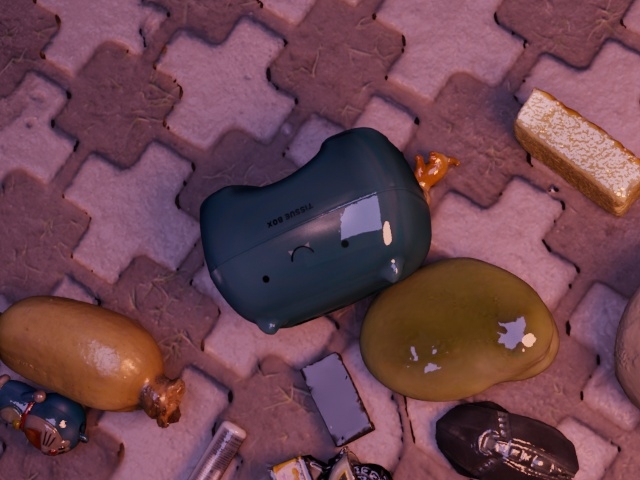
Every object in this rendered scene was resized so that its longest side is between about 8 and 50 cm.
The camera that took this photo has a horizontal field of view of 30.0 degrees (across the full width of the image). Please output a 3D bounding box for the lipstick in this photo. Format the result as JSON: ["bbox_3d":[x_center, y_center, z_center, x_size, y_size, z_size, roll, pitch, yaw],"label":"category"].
[{"bbox_3d":[-0.150,0.311,1.621,0.040,0.040,0.141,31,85,14],"label":"lipstick"}]

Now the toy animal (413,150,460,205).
[{"bbox_3d":[0.150,-0.074,1.635,0.081,0.060,0.083,0,71,11],"label":"toy animal"}]

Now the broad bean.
[{"bbox_3d":[0.176,0.114,1.562,0.263,0.121,0.189,-7,75,11],"label":"broad bean"}]

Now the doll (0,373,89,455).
[{"bbox_3d":[-0.385,0.243,1.648,0.152,0.114,0.085,27,53,8],"label":"doll"}]

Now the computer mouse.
[{"bbox_3d":[0.239,0.271,1.550,0.192,0.062,0.105,21,84,14],"label":"computer mouse"}]

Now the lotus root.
[{"bbox_3d":[-0.317,0.152,1.625,0.303,0.146,0.130,20,85,16],"label":"lotus root"}]

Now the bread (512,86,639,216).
[{"bbox_3d":[0.341,-0.117,1.572,0.188,0.125,0.068,39,89,15],"label":"bread"}]

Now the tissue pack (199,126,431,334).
[{"bbox_3d":[0.000,0.000,1.564,0.287,0.198,0.206,-23,75,15],"label":"tissue pack"}]

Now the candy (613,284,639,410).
[{"bbox_3d":[0.502,0.123,1.455,0.296,0.185,0.295,5,110,13],"label":"candy"}]

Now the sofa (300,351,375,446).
[{"bbox_3d":[0.024,0.214,1.610,0.060,0.039,0.118,-28,77,5],"label":"sofa"}]

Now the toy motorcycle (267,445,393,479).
[{"bbox_3d":[0.043,0.396,1.548,0.157,0.091,0.263,-22,77,10],"label":"toy motorcycle"}]
